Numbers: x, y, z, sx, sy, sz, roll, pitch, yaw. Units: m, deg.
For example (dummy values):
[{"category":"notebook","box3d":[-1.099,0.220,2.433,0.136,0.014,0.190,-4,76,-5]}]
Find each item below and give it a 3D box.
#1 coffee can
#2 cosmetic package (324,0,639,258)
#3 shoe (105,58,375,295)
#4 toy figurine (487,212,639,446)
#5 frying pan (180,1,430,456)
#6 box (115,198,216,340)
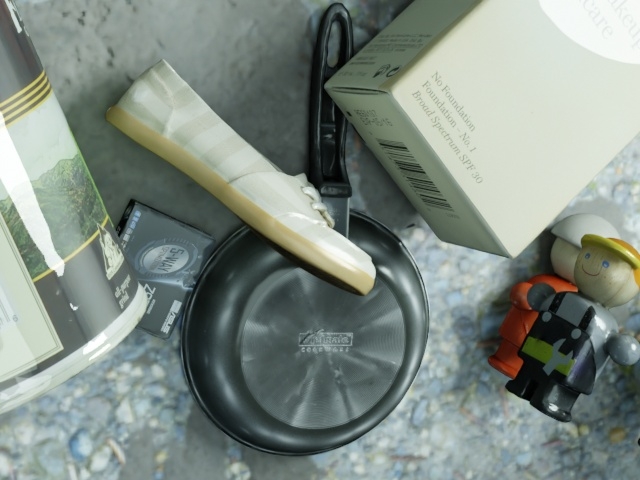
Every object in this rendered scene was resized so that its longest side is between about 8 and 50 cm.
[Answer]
[{"category":"coffee can","box3d":[-0.250,-0.045,0.911,0.201,0.201,0.275,-26,108,-14]},{"category":"cosmetic package","box3d":[0.173,-0.150,1.077,0.309,0.113,0.160,-44,112,-12]},{"category":"shoe","box3d":[-0.045,-0.042,1.026,0.219,0.076,0.058,37,86,-1]},{"category":"toy figurine","box3d":[0.242,0.078,1.097,0.213,0.209,0.148,29,93,2]},{"category":"frying pan","box3d":[0.024,0.014,1.107,0.197,0.053,0.326,25,94,-23]},{"category":"box","box3d":[-0.122,0.021,1.067,0.067,0.018,0.083,26,90,-22]}]
